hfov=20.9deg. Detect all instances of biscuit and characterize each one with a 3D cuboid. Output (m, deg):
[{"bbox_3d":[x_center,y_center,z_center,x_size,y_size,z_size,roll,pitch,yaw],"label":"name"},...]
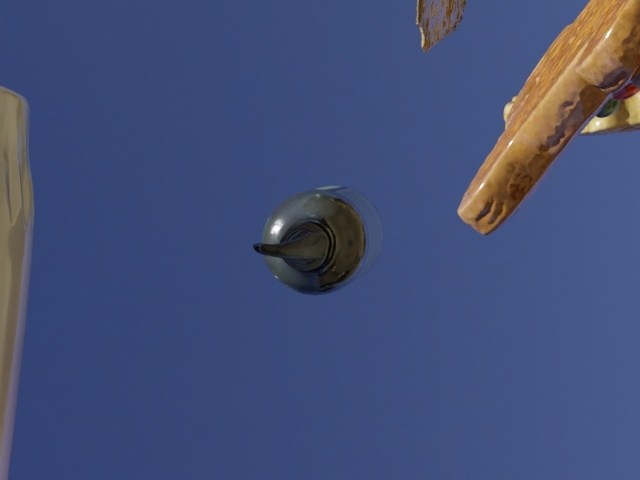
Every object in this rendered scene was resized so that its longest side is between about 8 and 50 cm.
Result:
[{"bbox_3d":[0.135,-0.319,1.816,0.237,0.013,0.232,-46,-36,-66],"label":"biscuit"},{"bbox_3d":[0.177,-0.129,0.915,0.049,0.324,0.205,33,-137,0],"label":"biscuit"},{"bbox_3d":[0.234,-0.103,1.308,0.249,0.184,0.035,-157,55,-79],"label":"biscuit"}]

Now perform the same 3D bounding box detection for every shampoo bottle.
[{"bbox_3d":[0.000,0.000,1.666,0.284,0.101,0.101,-21,-81,-82],"label":"shampoo bottle"}]

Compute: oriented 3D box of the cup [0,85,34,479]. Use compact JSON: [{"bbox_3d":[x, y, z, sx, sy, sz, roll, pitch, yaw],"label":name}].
[{"bbox_3d":[-0.361,0.051,1.416,0.253,0.253,0.372,13,-96,-52],"label":"cup"}]
